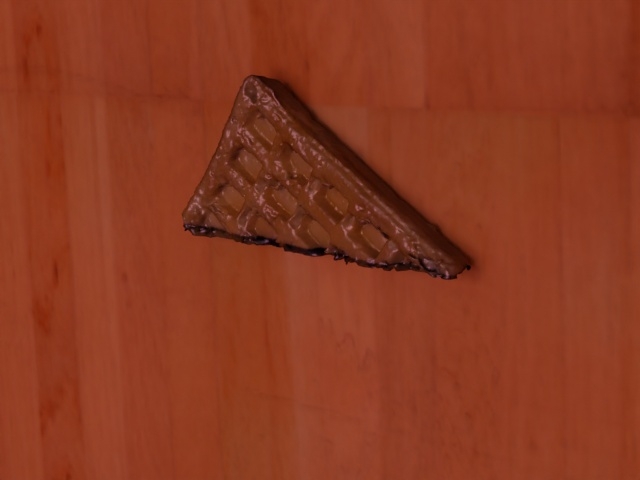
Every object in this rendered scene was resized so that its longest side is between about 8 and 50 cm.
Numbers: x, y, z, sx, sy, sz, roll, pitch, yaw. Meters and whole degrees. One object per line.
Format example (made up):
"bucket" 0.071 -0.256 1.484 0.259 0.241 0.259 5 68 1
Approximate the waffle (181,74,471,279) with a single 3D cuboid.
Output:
"waffle" 0.000 0.000 0.902 0.152 0.023 0.097 43 126 27
